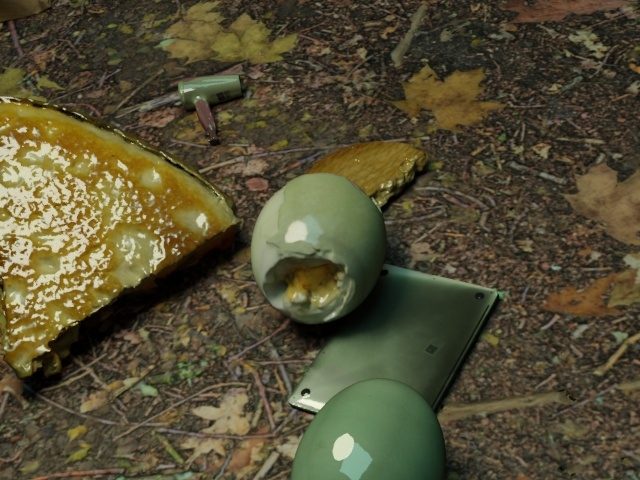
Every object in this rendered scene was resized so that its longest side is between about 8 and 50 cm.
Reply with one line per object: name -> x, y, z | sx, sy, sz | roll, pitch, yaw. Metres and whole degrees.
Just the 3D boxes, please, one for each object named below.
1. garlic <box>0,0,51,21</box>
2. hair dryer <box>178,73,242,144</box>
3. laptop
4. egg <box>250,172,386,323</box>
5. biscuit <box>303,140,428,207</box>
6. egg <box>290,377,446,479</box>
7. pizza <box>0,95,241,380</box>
garlic -> -0.648, -0.494, 2.322 | 0.195, 0.101, 0.087 | -13, 41, 1
hair dryer -> -0.183, -0.217, 1.951 | 0.106, 0.054, 0.154 | -7, 53, 1
laptop -> 0.097, 0.138, 1.508 | 0.187, 0.015, 0.269 | 14, 50, 28
egg -> 0.000, 0.000, 1.563 | 0.183, 0.183, 0.217 | -3, 31, 12
biscuit -> 0.043, -0.084, 1.746 | 0.224, 0.033, 0.144 | -38, 45, -24
egg -> 0.055, 0.254, 1.283 | 0.168, 0.168, 0.231 | 3, 40, 18
pizza -> -0.368, 0.010, 1.650 | 0.440, 0.130, 0.406 | 23, 66, -1
